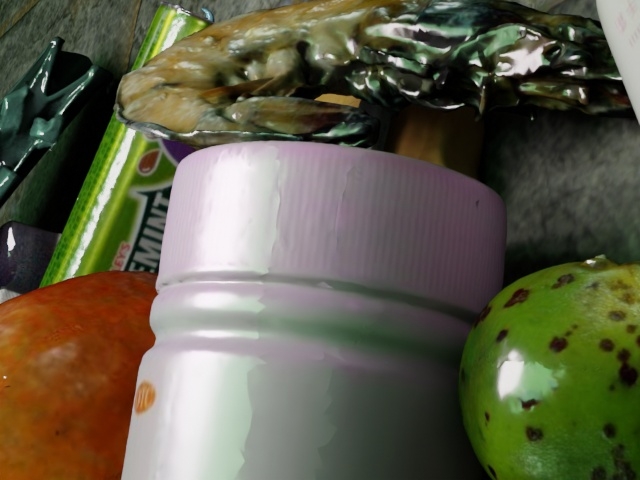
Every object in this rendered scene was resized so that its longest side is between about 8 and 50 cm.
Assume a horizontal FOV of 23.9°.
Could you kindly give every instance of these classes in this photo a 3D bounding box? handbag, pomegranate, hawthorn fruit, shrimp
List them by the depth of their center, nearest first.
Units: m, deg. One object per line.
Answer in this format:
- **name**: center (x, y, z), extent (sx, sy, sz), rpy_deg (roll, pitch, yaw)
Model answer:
- **pomegranate**: center (0.129, 0.088, 0.747), extent (0.143, 0.122, 0.169), rpy_deg (18, 84, 38)
- **shrimp**: center (0.035, -0.089, 0.890), extent (0.365, 0.233, 0.071), rpy_deg (10, 120, 35)
- **hawthorn fruit**: center (-0.140, 0.116, 1.001), extent (0.261, 0.224, 0.224), rpy_deg (-35, 19, -24)
- **handbag**: center (-0.344, -0.068, 1.556), extent (0.326, 0.089, 0.238), rpy_deg (-49, 11, 1)

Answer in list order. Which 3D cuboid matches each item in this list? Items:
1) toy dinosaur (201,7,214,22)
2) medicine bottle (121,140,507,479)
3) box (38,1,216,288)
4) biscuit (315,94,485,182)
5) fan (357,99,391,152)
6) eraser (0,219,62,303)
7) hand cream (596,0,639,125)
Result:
- **toy dinosaur**: center (-0.113, -0.172, 1.403), extent (0.083, 0.047, 0.030), rpy_deg (-60, 28, 17)
- **medicine bottle**: center (-0.008, 0.121, 0.847), extent (0.202, 0.202, 0.316), rpy_deg (-10, 68, 57)
- **box**: center (-0.139, -0.013, 1.255), extent (0.097, 0.134, 0.346), rpy_deg (32, 98, 60)
- **biscuit**: center (0.000, 0.000, 1.094), extent (0.312, 0.057, 0.351), rpy_deg (26, 94, 62)
- **fan**: center (0.032, -0.058, 1.006), extent (0.057, 0.023, 0.282), rpy_deg (5, 74, 57)
- **eraser**: center (-0.296, 0.179, 1.431), extent (0.098, 0.096, 0.404), rpy_deg (-38, 40, 44)
- **hand cream**: center (0.227, -0.009, 0.670), extent (0.185, 0.118, 0.359), rpy_deg (-44, 46, 36)
